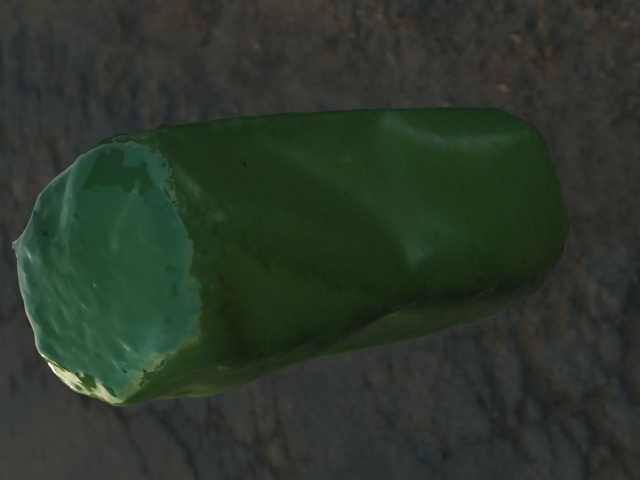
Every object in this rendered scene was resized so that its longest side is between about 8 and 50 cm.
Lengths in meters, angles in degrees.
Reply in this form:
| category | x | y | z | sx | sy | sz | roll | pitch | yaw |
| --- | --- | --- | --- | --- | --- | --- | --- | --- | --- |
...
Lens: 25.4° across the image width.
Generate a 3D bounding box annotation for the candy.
| category | x | y | z | sx | sy | sz | roll | pitch | yaw |
| --- | --- | --- | --- | --- | --- | --- | --- | --- | --- |
| candy | 0.000 | 0.000 | 0.755 | 0.142 | 0.343 | 0.132 | -8 | 90 | 39 |
